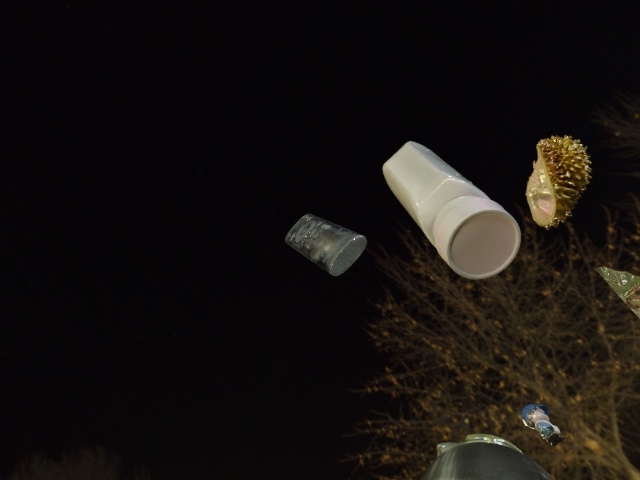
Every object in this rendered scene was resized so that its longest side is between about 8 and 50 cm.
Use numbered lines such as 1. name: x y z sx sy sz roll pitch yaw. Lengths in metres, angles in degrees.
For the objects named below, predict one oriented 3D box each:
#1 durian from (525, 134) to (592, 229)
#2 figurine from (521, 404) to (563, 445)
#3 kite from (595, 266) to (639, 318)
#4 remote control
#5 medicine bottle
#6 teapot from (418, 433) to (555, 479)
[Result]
1. durian: 0.580 -0.139 1.278 0.138 0.183 0.250 -20 -31 -7
2. figurine: 0.688 0.571 1.629 0.086 0.149 0.087 31 -74 -19
3. kite: 0.728 0.082 1.159 0.012 0.229 0.250 -33 -61 -35
4. remote control: 0.000 0.000 1.250 0.107 0.377 0.044 -44 -70 -6
5. medicine bottle: 0.198 -0.055 0.830 0.111 0.296 0.161 -43 -68 13
6. teapot: 0.264 0.387 0.688 0.239 0.321 0.239 -42 -35 -70
